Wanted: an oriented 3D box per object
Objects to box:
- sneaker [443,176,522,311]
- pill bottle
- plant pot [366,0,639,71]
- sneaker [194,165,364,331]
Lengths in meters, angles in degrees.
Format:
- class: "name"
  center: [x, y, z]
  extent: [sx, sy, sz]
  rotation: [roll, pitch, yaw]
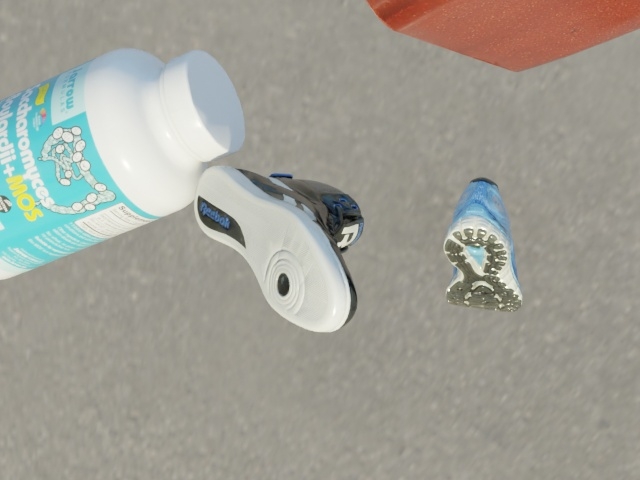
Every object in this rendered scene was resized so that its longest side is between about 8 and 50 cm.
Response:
- class: "sneaker"
  center: [0.136, 0.005, 1.496]
  extent: [0.063, 0.162, 0.073]
  rotation: [7, 63, 8]
- class: "pill bottle"
  center: [-0.198, -0.072, 1.573]
  extent: [0.264, 0.146, 0.146]
  rotation: [-21, 63, 22]
- class: "plant pot"
  center: [0.119, -0.243, 1.030]
  extent: [0.267, 0.236, 0.267]
  rotation: [6, 50, -59]
- class: "sneaker"
  center: [0.000, 0.000, 1.478]
  extent: [0.121, 0.079, 0.217]
  rotation: [2, 28, -35]
